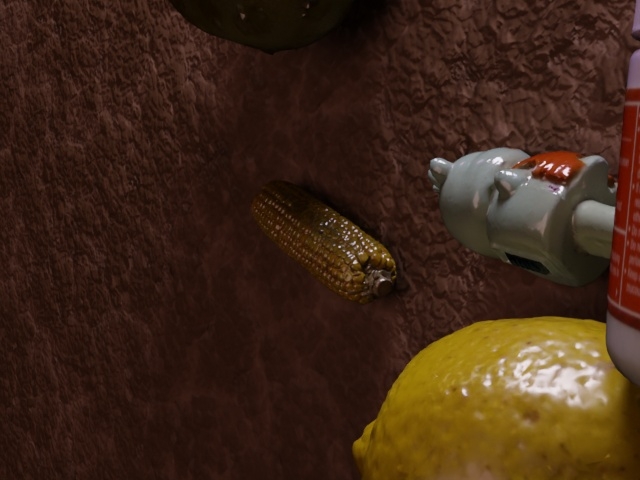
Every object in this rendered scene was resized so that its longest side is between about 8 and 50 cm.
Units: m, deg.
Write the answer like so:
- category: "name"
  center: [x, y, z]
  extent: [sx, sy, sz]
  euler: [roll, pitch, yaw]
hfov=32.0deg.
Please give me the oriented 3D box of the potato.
- category: "potato"
  center: [-0.064, -0.298, 1.102]
  extent: [0.307, 0.173, 0.210]
  euler: [24, 118, 49]

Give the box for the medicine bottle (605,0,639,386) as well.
- category: "medicine bottle"
  center: [0.295, -0.029, 0.626]
  extent: [0.253, 0.253, 0.240]
  euler: [11, 101, 49]

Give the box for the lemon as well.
- category: "lemon"
  center: [0.169, 0.179, 0.791]
  extent: [0.310, 0.253, 0.253]
  euler: [3, 94, 26]

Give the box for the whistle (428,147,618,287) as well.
- category: "whistle"
  center: [0.179, -0.021, 0.881]
  extent: [0.253, 0.102, 0.105]
  euler: [21, 104, 50]

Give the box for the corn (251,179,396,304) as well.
- category: "corn"
  center: [0.000, 0.000, 1.122]
  extent: [0.207, 0.068, 0.068]
  euler: [37, 119, 42]
